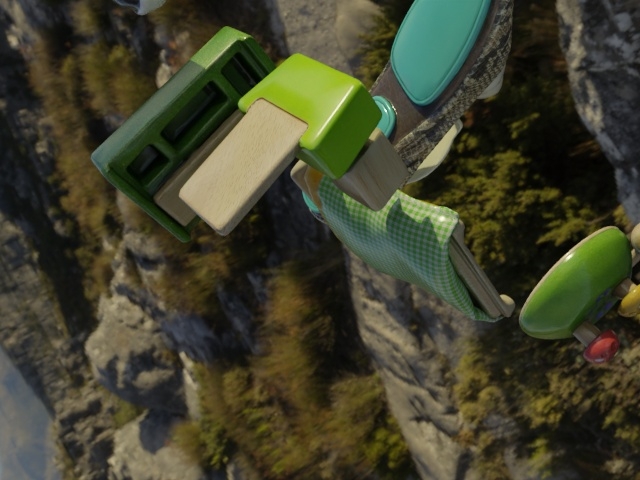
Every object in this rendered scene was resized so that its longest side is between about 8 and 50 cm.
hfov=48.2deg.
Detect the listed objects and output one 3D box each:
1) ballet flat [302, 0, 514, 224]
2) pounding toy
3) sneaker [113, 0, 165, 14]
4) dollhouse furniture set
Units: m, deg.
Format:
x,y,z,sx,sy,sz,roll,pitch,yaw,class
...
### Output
x,y,z,sx,sy,sz,roll,pitch,yaw,class
0.150,-0.198,1.035,0.483,0.182,0.164,-54,46,37,ballet flat
0.383,0.079,0.946,0.110,0.237,0.183,48,137,31,pounding toy
-0.234,-0.228,0.476,0.268,0.153,0.101,47,161,1,sneaker
0.000,0.000,0.587,0.197,0.151,0.301,37,173,45,dollhouse furniture set
